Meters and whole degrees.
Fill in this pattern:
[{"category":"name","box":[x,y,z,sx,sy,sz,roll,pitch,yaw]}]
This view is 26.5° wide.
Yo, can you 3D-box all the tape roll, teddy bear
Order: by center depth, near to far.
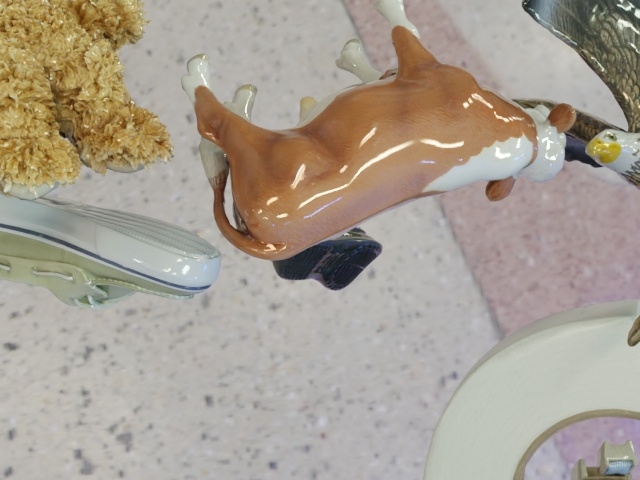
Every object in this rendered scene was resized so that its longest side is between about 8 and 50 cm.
[{"category":"teddy bear","box":[-0.259,-0.166,1.179,0.245,0.113,0.338,-6,51,-15]},{"category":"tape roll","box":[0.296,0.256,1.352,0.392,0.392,0.072,68,18,-4]}]

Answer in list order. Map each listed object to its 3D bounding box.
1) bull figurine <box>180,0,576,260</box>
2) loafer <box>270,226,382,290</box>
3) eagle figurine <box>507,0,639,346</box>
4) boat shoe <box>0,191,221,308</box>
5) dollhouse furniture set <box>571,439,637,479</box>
[{"category":"bull figurine","box":[0.045,-0.089,1.046,0.310,0.101,0.188,-22,62,-27]},{"category":"loafer","box":[0.000,0.000,1.542,0.078,0.080,0.220,50,14,21]},{"category":"eagle figurine","box":[0.273,-0.100,1.199,0.298,0.226,0.225,57,2,24]},{"category":"boat shoe","box":[-0.222,0.017,1.311,0.109,0.302,0.094,-1,103,-55]},{"category":"dollhouse furniture set","box":[0.498,0.333,1.708,0.286,0.303,0.198,1,62,-5]}]
